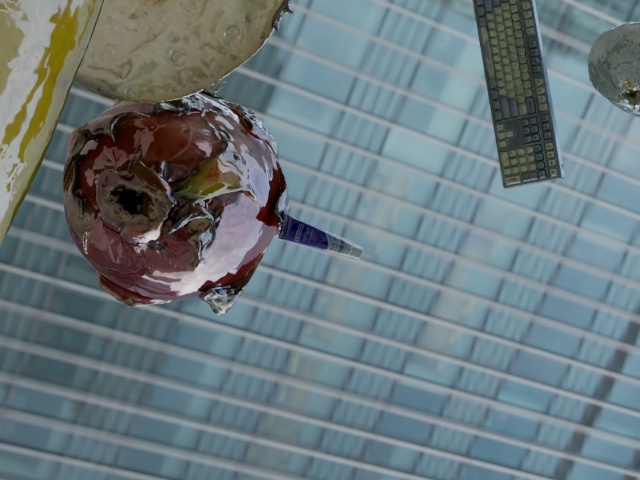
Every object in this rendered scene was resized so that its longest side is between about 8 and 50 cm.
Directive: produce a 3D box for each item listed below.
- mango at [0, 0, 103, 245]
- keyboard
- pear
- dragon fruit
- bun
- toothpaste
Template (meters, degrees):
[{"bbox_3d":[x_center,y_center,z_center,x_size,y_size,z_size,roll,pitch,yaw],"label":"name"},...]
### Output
[{"bbox_3d":[-0.222,-0.103,0.787,0.253,0.182,0.365,-15,-112,58],"label":"mango"},{"bbox_3d":[0.173,-0.136,1.248,0.055,0.014,0.176,-10,-94,21],"label":"keyboard"},{"bbox_3d":[-0.131,-0.233,1.321,0.178,0.267,0.267,52,52,-80],"label":"pear"},{"bbox_3d":[-0.150,-0.046,1.481,0.250,0.250,0.315,-65,-164,15],"label":"dragon fruit"},{"bbox_3d":[0.343,-0.168,1.462,0.141,0.140,0.083,-14,-120,60],"label":"bun"},{"bbox_3d":[0.000,0.000,1.326,0.015,0.083,0.024,4,-105,68],"label":"toothpaste"}]
